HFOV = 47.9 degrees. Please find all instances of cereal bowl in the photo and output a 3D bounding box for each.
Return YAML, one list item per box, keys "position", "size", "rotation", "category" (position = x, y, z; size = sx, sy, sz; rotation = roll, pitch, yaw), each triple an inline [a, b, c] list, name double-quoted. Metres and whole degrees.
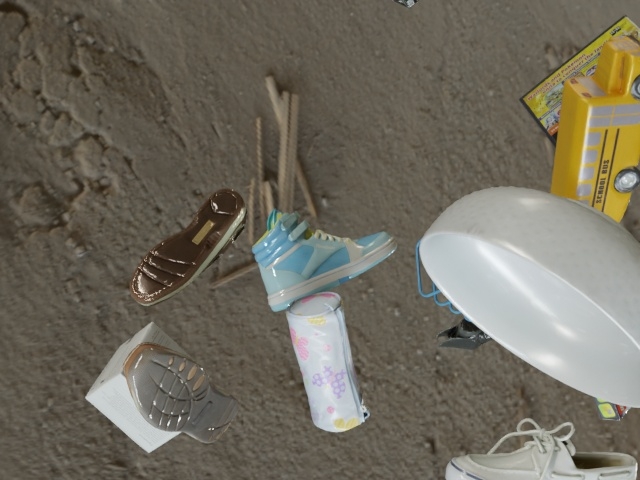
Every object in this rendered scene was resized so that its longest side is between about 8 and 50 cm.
- position: [0.297, 0.049, 0.891]
  size: [0.339, 0.339, 0.141]
  rotation: [45, 77, -25]
  category: "cereal bowl"

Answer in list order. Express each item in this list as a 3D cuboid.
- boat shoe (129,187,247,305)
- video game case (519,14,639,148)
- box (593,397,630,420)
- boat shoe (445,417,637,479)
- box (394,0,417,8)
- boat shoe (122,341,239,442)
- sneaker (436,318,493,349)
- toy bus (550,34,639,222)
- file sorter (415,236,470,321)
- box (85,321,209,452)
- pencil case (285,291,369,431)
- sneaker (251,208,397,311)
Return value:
- position: [-0.223, 0.026, 1.282]
  size: [0.095, 0.095, 0.257]
  rotation: [41, 76, 21]
  category: "boat shoe"
- position: [0.581, -0.303, 1.485]
  size: [0.035, 0.275, 0.248]
  rotation: [32, 28, -42]
  category: "video game case"
- position: [0.472, 0.176, 1.188]
  size: [0.114, 0.036, 0.207]
  rotation: [-27, 100, -38]
  category: "box"
- position: [0.402, 0.387, 1.267]
  size: [0.367, 0.136, 0.157]
  rotation: [12, 96, -12]
  category: "boat shoe"
- position: [0.201, -0.614, 1.754]
  size: [0.052, 0.083, 0.062]
  rotation: [-42, 131, 2]
  category: "box"
- position: [-0.250, 0.248, 1.207]
  size: [0.123, 0.116, 0.324]
  rotation: [-48, 149, -16]
  category: "boat shoe"
- position: [0.342, 0.200, 1.549]
  size: [0.170, 0.089, 0.051]
  rotation: [0, 55, -9]
  category: "sneaker"
- position: [0.497, -0.184, 1.278]
  size: [0.108, 0.130, 0.333]
  rotation: [-94, 179, -56]
  category: "toy bus"
- position: [0.245, 0.057, 1.153]
  size: [0.170, 0.104, 0.118]
  rotation: [29, 47, -36]
  category: "file sorter"
- position: [-0.356, 0.305, 1.507]
  size: [0.182, 0.119, 0.181]
  rotation: [47, 26, -15]
  category: "box"
- position: [0.015, 0.238, 1.411]
  size: [0.113, 0.124, 0.273]
  rotation: [-26, 110, -34]
  category: "pencil case"
- position: [0.000, 0.000, 1.559]
  size: [0.319, 0.127, 0.208]
  rotation: [-25, 87, -19]
  category: "sneaker"
